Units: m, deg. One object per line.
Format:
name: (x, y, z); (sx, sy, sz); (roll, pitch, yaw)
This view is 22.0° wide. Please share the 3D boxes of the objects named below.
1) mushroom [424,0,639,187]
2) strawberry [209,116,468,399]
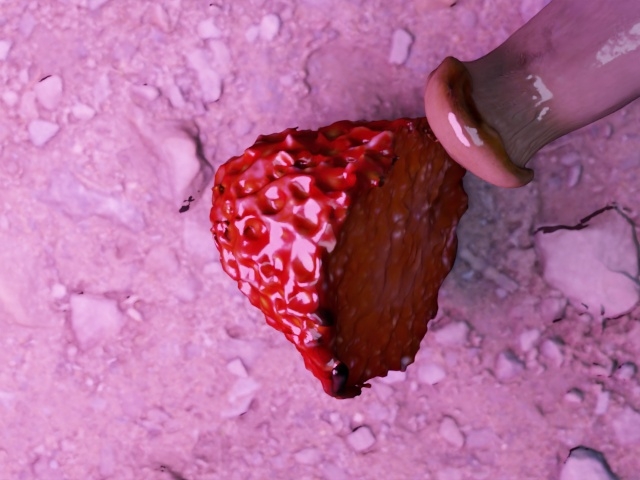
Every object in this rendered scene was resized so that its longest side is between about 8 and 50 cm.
mushroom: (0.223, -0.166, 1.201); (0.329, 0.159, 0.122); (-35, 118, 7)
strawberry: (0.000, 0.000, 1.292); (0.178, 0.234, 0.233); (18, 108, 29)
